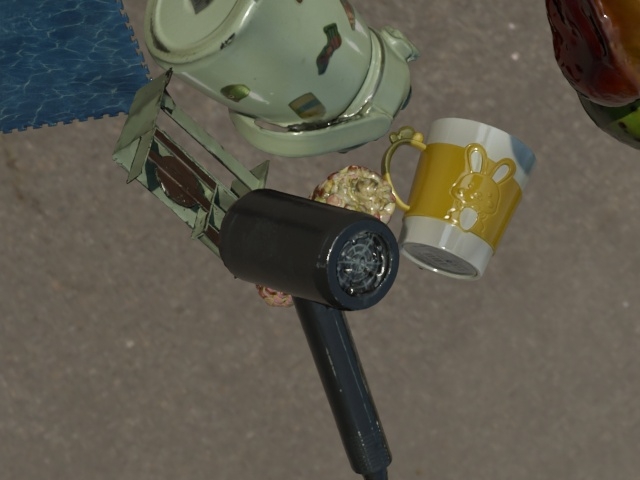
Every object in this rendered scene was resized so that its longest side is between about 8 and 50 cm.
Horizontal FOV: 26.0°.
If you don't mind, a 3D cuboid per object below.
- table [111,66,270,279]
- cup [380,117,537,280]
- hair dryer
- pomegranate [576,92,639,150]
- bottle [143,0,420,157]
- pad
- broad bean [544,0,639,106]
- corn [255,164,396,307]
[{"bbox_3d":[-0.125,-0.058,1.325,0.062,0.175,0.146,-30,121,30],"label":"table"},{"bbox_3d":[0.201,-0.076,2.197,0.241,0.185,0.226,23,75,-8],"label":"cup"},{"bbox_3d":[0.022,0.085,0.976,0.070,0.128,0.255,-33,115,-28],"label":"hair dryer"},{"bbox_3d":[0.390,-0.265,1.503,0.285,0.285,0.340,-24,91,-16],"label":"pomegranate"},{"bbox_3d":[-0.036,-0.224,1.717,0.229,0.229,0.352,-50,135,10],"label":"bottle"},{"bbox_3d":[-0.351,-0.234,1.653,0.270,0.012,0.269,-8,137,11],"label":"pad"},{"bbox_3d":[0.278,-0.230,1.296,0.122,0.156,0.228,-28,128,-20],"label":"broad bean"},{"bbox_3d":[0.000,0.000,1.637,0.092,0.092,0.280,-10,160,-28],"label":"corn"}]
